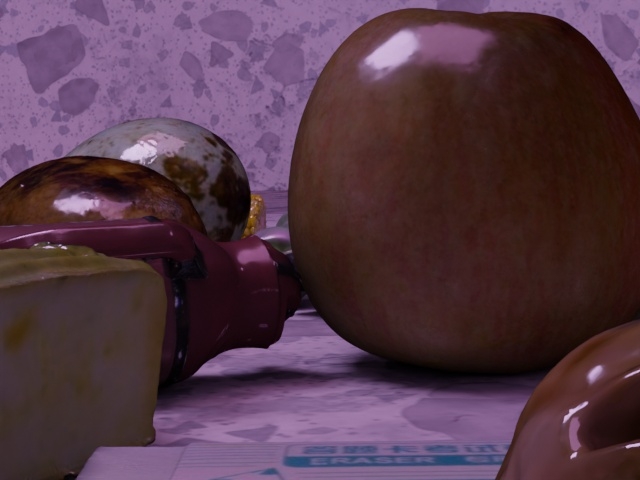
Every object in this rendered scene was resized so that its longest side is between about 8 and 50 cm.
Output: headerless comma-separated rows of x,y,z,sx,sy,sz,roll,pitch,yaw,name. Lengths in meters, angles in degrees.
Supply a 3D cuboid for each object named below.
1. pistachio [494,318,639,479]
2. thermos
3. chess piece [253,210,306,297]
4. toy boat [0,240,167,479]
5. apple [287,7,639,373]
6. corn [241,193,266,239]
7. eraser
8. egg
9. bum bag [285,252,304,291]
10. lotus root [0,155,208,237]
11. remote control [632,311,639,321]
0.143,0.081,0.382,0.206,0.131,0.130,4,51,8,pistachio
-0.163,0.032,0.894,0.330,0.136,0.109,-4,32,-25,thermos
0.000,0.000,1.368,0.139,0.139,0.271,1,16,30,chess piece
-0.145,0.060,0.701,0.084,0.111,0.276,6,4,24,toy boat
0.104,-0.038,0.989,0.256,0.234,0.257,4,8,-1,apple
-0.179,-0.020,1.783,0.248,0.081,0.081,0,5,19,corn
0.029,0.101,0.500,0.225,0.052,0.095,-1,8,2,eraser
-0.179,-0.032,1.430,0.231,0.169,0.169,-9,3,17,egg
0.082,0.026,1.293,0.123,0.060,0.248,2,5,42,bum bag
-0.175,0.006,1.141,0.169,0.141,0.314,-9,9,-25,lotus root
0.175,0.049,1.127,0.233,0.038,0.098,0,5,33,remote control
